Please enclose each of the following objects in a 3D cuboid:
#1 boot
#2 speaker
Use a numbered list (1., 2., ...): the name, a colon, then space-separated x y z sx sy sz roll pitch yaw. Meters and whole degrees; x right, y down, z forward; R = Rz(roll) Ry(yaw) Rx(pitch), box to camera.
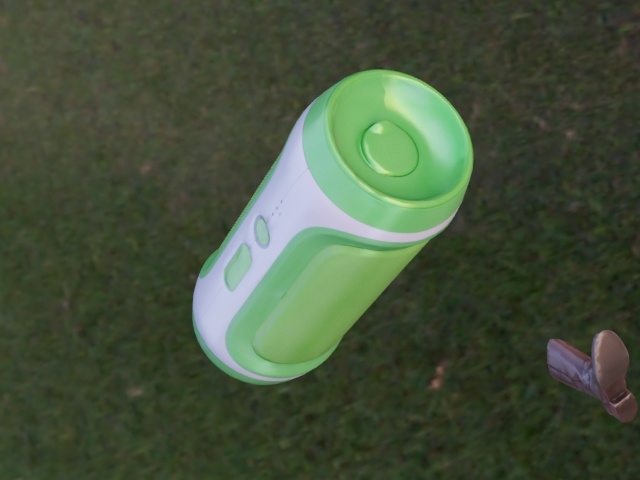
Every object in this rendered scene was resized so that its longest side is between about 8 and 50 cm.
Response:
1. boot: 0.245 0.109 1.386 0.114 0.037 0.106 39 151 57
2. speaker: 0.000 0.000 1.078 0.131 0.131 0.296 60 147 15
